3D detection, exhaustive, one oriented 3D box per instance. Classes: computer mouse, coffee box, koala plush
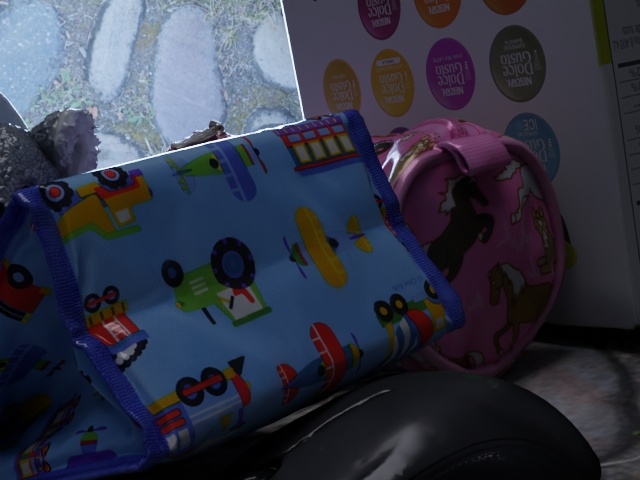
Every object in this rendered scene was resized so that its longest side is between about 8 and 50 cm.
[{"bbox_3d":[0.007,0.113,0.563,0.272,0.072,0.188,-16,10,-27],"label":"computer mouse"},{"bbox_3d":[0.211,-0.137,0.988,0.338,0.335,0.337,-15,9,-33],"label":"coffee box"},{"bbox_3d":[-0.265,0.000,1.086,0.196,0.221,0.203,-11,9,2],"label":"koala plush"}]

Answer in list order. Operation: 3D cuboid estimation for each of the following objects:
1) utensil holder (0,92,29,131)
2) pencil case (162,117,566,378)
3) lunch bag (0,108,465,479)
[{"bbox_3d":[-0.495,-0.037,1.272,0.327,0.328,0.385,-19,13,-37],"label":"utensil holder"},{"bbox_3d":[0.000,0.000,0.909,0.386,0.167,0.160,6,53,55],"label":"pencil case"},{"bbox_3d":[-0.108,0.069,0.693,0.221,0.138,0.293,-19,-12,-44],"label":"lunch bag"}]
